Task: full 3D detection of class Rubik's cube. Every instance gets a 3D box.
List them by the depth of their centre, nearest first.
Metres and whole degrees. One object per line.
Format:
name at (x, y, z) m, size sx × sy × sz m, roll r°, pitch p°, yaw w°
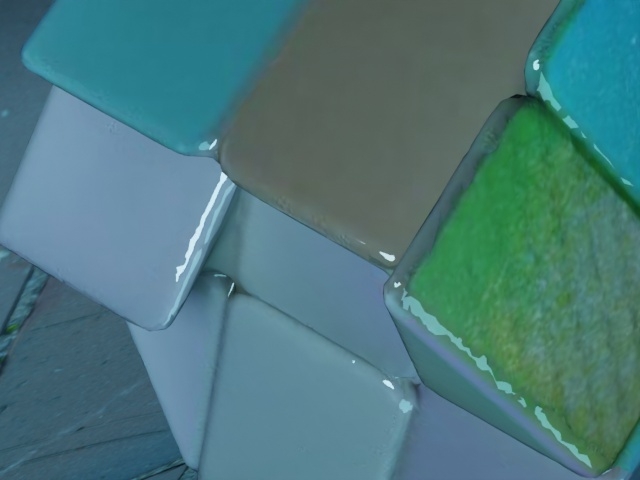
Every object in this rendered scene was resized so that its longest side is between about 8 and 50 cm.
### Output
Rubik's cube at (0.072, -0.056, 0.842) m, size 0.387 × 0.358 × 0.368 m, roll -46°, pitch 157°, yaw -42°
